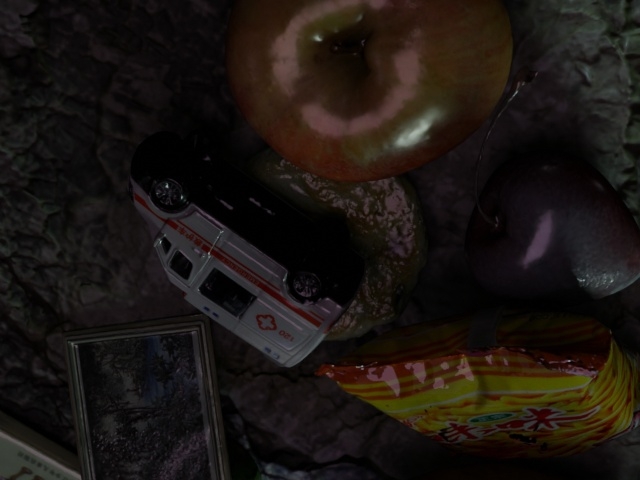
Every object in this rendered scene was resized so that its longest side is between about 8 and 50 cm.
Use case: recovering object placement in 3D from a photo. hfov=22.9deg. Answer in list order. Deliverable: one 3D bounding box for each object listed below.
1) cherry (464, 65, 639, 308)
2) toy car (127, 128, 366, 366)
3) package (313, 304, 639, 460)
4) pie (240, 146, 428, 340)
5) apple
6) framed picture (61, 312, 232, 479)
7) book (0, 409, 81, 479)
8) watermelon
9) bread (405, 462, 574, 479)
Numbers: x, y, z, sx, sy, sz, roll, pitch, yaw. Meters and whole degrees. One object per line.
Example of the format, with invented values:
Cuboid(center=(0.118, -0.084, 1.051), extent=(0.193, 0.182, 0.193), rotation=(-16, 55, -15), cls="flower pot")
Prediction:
Cuboid(center=(0.192, -0.029, 1.214), extent=(0.148, 0.115, 0.188), rotation=(29, 114, 11), cls="cherry")
Cuboid(center=(-0.071, 0.006, 1.251), extent=(0.209, 0.089, 0.108), rotation=(35, 125, -5), cls="toy car")
Cuboid(center=(0.147, 0.110, 1.252), extent=(0.223, 0.108, 0.288), rotation=(-11, 156, 20), cls="package")
Cuboid(center=(0.000, 0.000, 1.305), extent=(0.186, 0.041, 0.187), rotation=(5, 116, 9), cls="pie")
Cuboid(center=(0.037, -0.145, 1.159), extent=(0.209, 0.164, 0.209), rotation=(3, 105, 11), cls="apple")
Cuboid(center=(-0.153, 0.162, 1.392), extent=(0.142, 0.011, 0.183), rotation=(-7, 90, 14), cls="framed picture")
Cuboid(center=(-0.297, 0.349, 1.538), extent=(0.260, 0.043, 0.371), rotation=(30, 118, -5), cls="book")
Cuboid(center=(-0.105, 0.229, 1.423), extent=(0.105, 0.062, 0.105), rotation=(0, 98, 3), cls="watermelon")
Cuboid(center=(0.181, 0.305, 1.342), extent=(0.340, 0.179, 0.194), rotation=(15, 122, 10), cls="bread")
